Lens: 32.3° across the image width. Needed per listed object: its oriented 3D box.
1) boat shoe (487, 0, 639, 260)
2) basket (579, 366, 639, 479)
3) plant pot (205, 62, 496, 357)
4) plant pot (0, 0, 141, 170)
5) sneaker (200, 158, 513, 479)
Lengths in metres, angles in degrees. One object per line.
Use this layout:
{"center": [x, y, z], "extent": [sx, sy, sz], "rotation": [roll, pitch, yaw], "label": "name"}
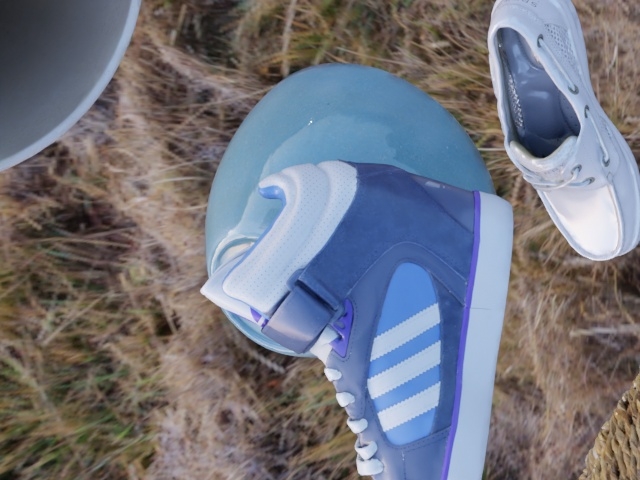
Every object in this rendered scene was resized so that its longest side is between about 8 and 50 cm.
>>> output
{"center": [0.206, -0.086, 0.979], "extent": [0.098, 0.096, 0.277], "rotation": [-10, 117, 38], "label": "boat shoe"}
{"center": [0.404, 0.305, 1.155], "extent": [0.223, 0.299, 0.213], "rotation": [24, 114, 1], "label": "basket"}
{"center": [0.000, 0.000, 1.069], "extent": [0.290, 0.195, 0.290], "rotation": [18, 129, 24], "label": "plant pot"}
{"center": [-0.269, -0.179, 0.685], "extent": [0.256, 0.274, 0.257], "rotation": [-5, 104, -23], "label": "plant pot"}
{"center": [0.016, 0.096, 0.887], "extent": [0.236, 0.130, 0.323], "rotation": [9, 91, 0], "label": "sneaker"}
